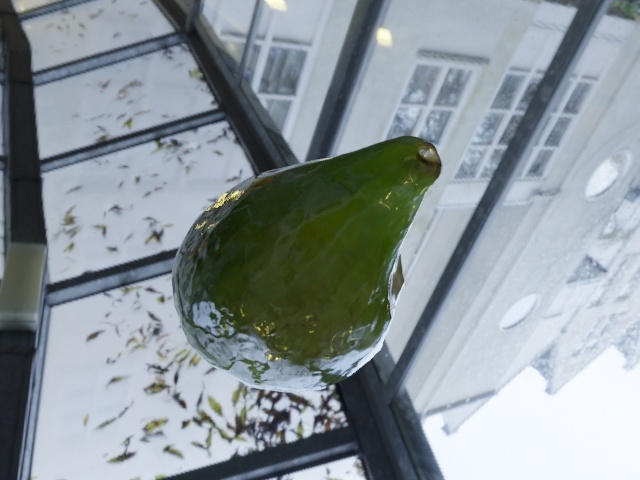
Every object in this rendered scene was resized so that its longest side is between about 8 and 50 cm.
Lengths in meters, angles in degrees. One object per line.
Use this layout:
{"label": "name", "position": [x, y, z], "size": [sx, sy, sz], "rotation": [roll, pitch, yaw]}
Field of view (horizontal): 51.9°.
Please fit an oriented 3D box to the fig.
{"label": "fig", "position": [0.000, 0.000, 0.568], "size": [0.206, 0.275, 0.206], "rotation": [24, -142, -20]}
